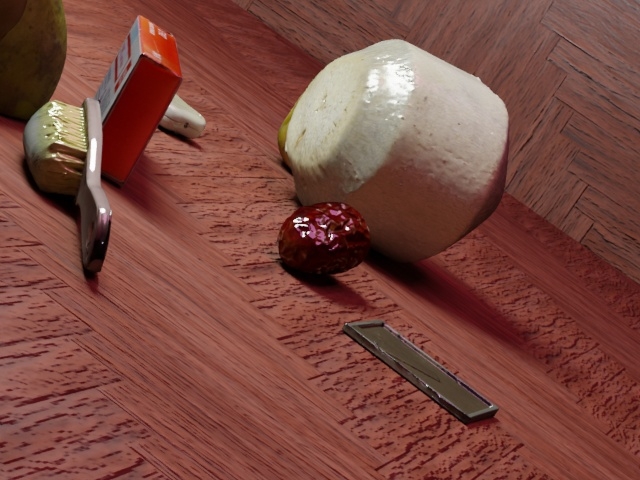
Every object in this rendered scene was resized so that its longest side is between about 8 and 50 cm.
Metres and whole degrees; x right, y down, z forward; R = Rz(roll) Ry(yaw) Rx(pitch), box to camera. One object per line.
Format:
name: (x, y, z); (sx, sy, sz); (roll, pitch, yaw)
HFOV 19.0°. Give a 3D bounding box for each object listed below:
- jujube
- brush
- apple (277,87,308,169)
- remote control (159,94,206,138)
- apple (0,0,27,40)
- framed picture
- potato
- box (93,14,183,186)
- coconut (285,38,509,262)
jujube: (0.000, 0.000, 1.912); (0.077, 0.077, 0.129); (37, 22, 19)
brush: (-0.208, -0.049, 1.557); (0.067, 0.072, 0.313); (7, 21, -13)
apple: (0.020, -0.130, 2.393); (0.146, 0.146, 0.146); (32, 10, -7)
remote control: (-0.184, -0.158, 2.178); (0.074, 0.032, 0.122); (23, 14, -46)
apple: (-0.344, -0.221, 1.400); (0.262, 0.262, 0.262); (32, 10, -7)
framed picture: (0.096, 0.122, 1.804); (0.149, 0.011, 0.109); (36, 10, 17)
potato: (-0.337, -0.231, 1.719); (0.298, 0.176, 0.141); (57, 11, -21)
box: (-0.183, -0.140, 1.847); (0.050, 0.123, 0.229); (29, 10, -13)
coconut: (0.103, -0.099, 2.227); (0.266, 0.237, 0.237); (24, 13, -23)
